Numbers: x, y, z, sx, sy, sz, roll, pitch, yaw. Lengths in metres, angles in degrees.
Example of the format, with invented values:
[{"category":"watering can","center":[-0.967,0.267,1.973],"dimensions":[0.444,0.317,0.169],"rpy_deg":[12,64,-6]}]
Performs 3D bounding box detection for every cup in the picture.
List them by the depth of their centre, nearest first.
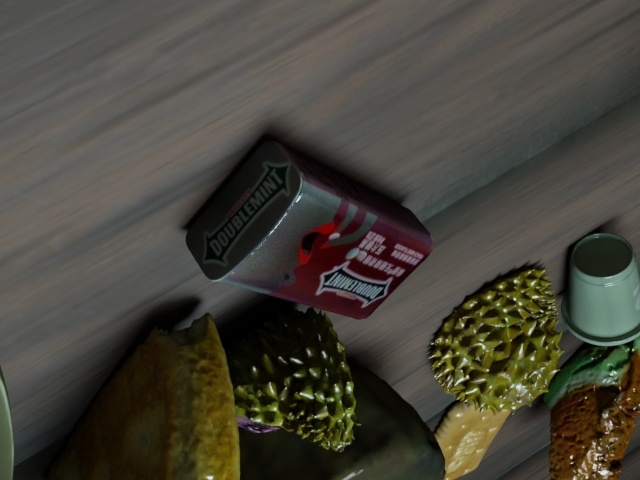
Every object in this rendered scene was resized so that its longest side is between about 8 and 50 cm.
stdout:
[{"category":"cup","center":[0.377,0.060,1.145],"dimensions":[0.120,0.120,0.141],"rpy_deg":[-31,132,-9]}]

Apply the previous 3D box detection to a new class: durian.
[{"category":"durian","center":[-0.047,0.122,0.804],"dimensions":[0.108,0.186,0.119],"rpy_deg":[1,101,-26]},{"category":"durian","center":[0.224,0.130,1.103],"dimensions":[0.182,0.165,0.132],"rpy_deg":[-17,-170,9]}]

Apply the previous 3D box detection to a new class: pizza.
[{"category":"pizza","center":[-0.132,0.240,0.737],"dimensions":[0.087,0.268,0.258],"rpy_deg":[14,127,-39]}]

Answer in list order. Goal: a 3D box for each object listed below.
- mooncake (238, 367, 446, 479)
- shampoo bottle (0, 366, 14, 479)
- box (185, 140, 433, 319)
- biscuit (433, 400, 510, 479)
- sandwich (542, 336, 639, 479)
[{"category":"mooncake","center":[-0.005,0.276,1.000],"dimensions":[0.290,0.161,0.290],"rpy_deg":[-23,143,-19]},{"category":"shampoo bottle","center":[-0.304,0.174,0.668],"dimensions":[0.125,0.084,0.350],"rpy_deg":[-14,141,-27]},{"category":"box","center":[0.000,0.000,0.752],"dimensions":[0.120,0.069,0.224],"rpy_deg":[-46,147,14]},{"category":"biscuit","center":[0.235,0.324,1.396],"dimensions":[0.160,0.030,0.250],"rpy_deg":[-14,140,-31]},{"category":"sandwich","center":[0.452,0.291,1.441],"dimensions":[0.301,0.162,0.250],"rpy_deg":[-60,167,-20]}]
